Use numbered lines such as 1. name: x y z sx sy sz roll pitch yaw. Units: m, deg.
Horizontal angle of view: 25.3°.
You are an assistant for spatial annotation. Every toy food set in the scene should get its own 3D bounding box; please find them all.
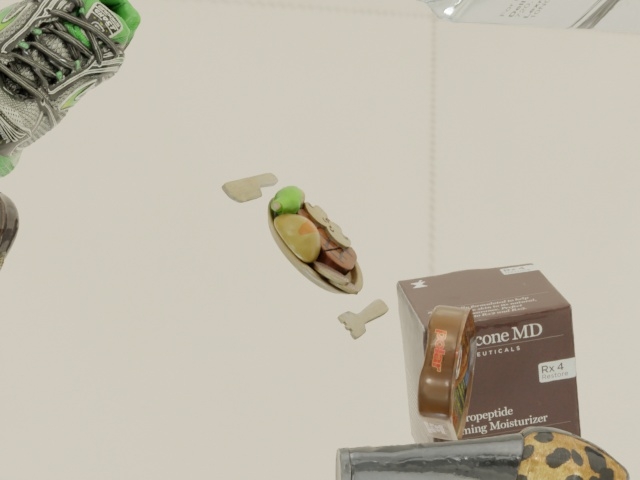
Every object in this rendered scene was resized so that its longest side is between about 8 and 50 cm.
1. toy food set: 0.000 0.000 1.372 0.038 0.132 0.192 -43 84 21

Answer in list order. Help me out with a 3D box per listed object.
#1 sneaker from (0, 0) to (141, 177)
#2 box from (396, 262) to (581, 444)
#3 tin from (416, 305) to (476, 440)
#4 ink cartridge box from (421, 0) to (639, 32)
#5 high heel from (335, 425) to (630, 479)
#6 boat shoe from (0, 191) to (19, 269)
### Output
1. sneaker: -0.258 -0.166 1.267 0.146 0.343 0.134 -32 107 18
2. box: 0.188 0.152 1.608 0.168 0.167 0.203 -9 108 -5
3. tin: 0.116 0.123 1.299 0.040 0.189 0.106 4 72 10
4. ink cartridge box: 0.086 -0.166 0.559 0.219 0.092 0.160 -9 56 -53
5. high heel: 0.107 0.249 0.898 0.186 0.093 0.261 -3 97 -6
6. boat shoe: -0.357 0.079 1.119 0.355 0.130 0.132 -40 64 27
